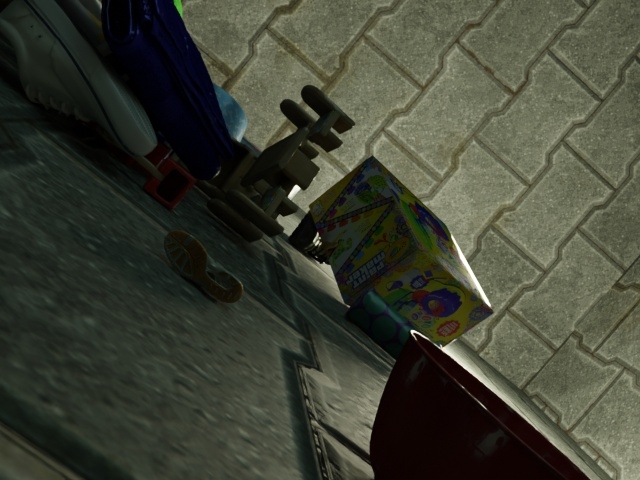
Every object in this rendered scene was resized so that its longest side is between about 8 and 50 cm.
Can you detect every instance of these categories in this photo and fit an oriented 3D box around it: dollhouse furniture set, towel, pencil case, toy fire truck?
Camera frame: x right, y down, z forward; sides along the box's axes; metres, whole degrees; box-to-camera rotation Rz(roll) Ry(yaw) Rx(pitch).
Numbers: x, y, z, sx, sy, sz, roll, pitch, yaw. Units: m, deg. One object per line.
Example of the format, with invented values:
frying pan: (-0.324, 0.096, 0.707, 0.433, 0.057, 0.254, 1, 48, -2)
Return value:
dollhouse furniture set: (-0.109, -0.127, 1.111, 0.161, 0.212, 0.242, 41, -23, -18)
towel: (-0.190, -0.240, 0.938, 0.308, 0.076, 0.227, 70, 6, -64)
pencil case: (0.114, 0.142, 1.160, 0.152, 0.064, 0.070, 41, 19, 12)
toy fire truck: (-0.236, -0.120, 0.894, 0.192, 0.047, 0.135, 40, 3, -10)

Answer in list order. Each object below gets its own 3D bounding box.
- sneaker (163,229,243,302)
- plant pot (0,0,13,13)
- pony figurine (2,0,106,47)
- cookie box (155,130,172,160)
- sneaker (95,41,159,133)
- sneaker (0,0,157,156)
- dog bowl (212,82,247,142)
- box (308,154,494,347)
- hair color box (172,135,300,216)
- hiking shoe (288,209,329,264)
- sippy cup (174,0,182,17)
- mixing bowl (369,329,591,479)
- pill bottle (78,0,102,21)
sneaker: (-0.104, 0.026, 0.642, 0.083, 0.032, 0.037, 45, -11, -2)
plant pot: (-0.495, -0.419, 1.138, 0.167, 0.167, 0.165, 40, 11, 9)
pony figurine: (-0.373, -0.391, 0.948, 0.303, 0.351, 0.363, 47, -12, 36)
cookie box: (-0.275, -0.167, 1.140, 0.092, 0.040, 0.107, 38, 3, -5)
sneaker: (-0.261, -0.201, 1.050, 0.121, 0.079, 0.217, 61, 5, -3)
sneaker: (-0.278, -0.176, 0.827, 0.258, 0.091, 0.094, 50, 0, 20)
dog bowl: (-0.260, -0.247, 1.316, 0.297, 0.074, 0.166, 29, -20, 13)
box: (0.158, 0.037, 1.478, 0.290, 0.177, 0.279, 37, 23, -41)
hair color box: (-0.226, -0.198, 1.478, 0.374, 0.113, 0.185, 40, 3, 12)
hiking shoe: (0.000, 0.000, 1.590, 0.114, 0.086, 0.227, 37, 2, 1)
sippy cup: (-0.481, -0.531, 1.717, 0.240, 0.224, 0.305, 14, -45, 30)
mixing bowl: (0.101, 0.157, 0.516, 0.181, 0.098, 0.181, 41, 3, -3)
pill bottle: (-0.490, -0.435, 1.468, 0.136, 0.136, 0.245, 39, 4, -20)
